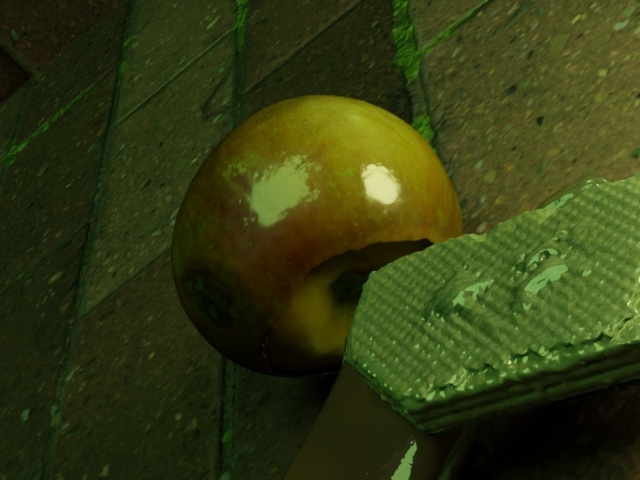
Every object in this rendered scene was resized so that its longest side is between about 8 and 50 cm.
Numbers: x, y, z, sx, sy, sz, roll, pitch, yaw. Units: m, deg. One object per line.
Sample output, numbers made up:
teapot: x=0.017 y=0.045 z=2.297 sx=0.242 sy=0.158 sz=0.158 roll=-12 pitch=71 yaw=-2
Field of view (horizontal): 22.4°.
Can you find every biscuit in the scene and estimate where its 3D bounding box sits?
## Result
biscuit: x=0.119 y=0.046 z=1.057 sx=0.252 sy=0.052 sz=0.150 roll=-20 pitch=38 yaw=36

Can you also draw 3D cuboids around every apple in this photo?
apple: x=0.000 y=0.000 z=1.284 sx=0.237 sy=0.237 sz=0.207 roll=-45 pitch=36 yaw=-1

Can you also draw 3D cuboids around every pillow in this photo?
pillow: x=0.052 y=0.141 z=1.146 sx=0.171 sy=0.075 sz=0.179 roll=-3 pitch=50 yaw=49

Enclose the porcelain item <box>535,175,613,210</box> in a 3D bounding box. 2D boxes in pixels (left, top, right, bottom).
porcelain item: x=0.212 y=0.025 z=1.082 sx=0.081 sy=0.069 sz=0.216 roll=-32 pitch=23 yaw=0
